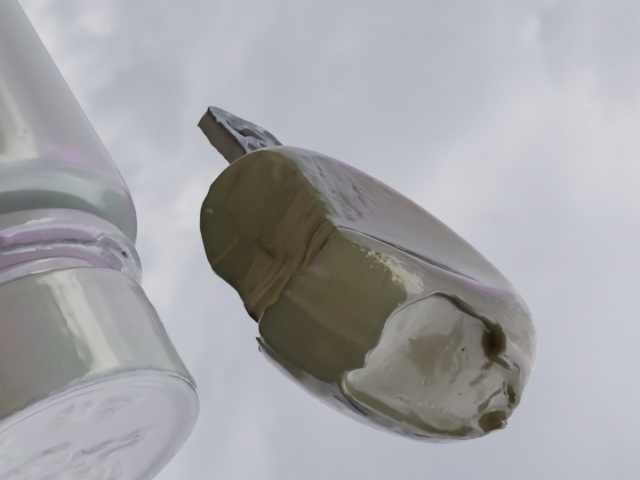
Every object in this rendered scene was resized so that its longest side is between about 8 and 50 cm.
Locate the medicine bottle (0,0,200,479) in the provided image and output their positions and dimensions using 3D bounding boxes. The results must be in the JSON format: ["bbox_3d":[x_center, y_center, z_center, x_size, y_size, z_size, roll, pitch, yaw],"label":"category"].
[{"bbox_3d":[-0.174,-0.016,0.774,0.170,0.170,0.293,-50,-121,28],"label":"medicine bottle"}]

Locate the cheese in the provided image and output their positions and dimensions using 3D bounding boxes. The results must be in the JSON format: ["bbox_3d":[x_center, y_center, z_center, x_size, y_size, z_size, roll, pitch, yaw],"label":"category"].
[{"bbox_3d":[0.000,0.000,0.923,0.082,0.163,0.286,-58,-143,12],"label":"cheese"}]
